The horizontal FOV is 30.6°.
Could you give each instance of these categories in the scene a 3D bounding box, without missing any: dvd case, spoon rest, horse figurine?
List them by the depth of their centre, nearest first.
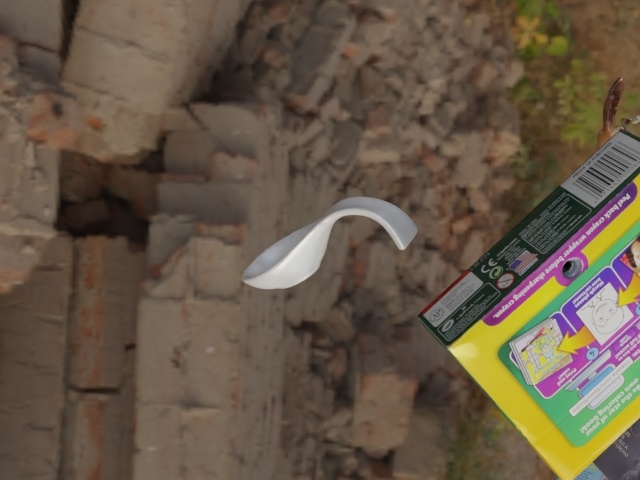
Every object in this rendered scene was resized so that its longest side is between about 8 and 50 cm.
[{"bbox_3d":[0.000,0.000,1.645,0.084,0.276,0.137,61,36,-16],"label":"spoon rest"},{"bbox_3d":[0.490,0.284,1.706,0.018,0.164,0.221,4,122,-37],"label":"dvd case"},{"bbox_3d":[0.544,-0.146,2.046,0.263,0.066,0.174,60,36,-15],"label":"horse figurine"}]

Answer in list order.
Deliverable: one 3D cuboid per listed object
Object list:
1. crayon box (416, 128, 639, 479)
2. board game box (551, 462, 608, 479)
[{"bbox_3d":[0.359,0.092,1.537,0.363,0.106,0.313,-42,121,0],"label":"crayon box"},{"bbox_3d":[0.501,0.529,2.233,0.142,0.144,0.275,94,17,-53],"label":"board game box"}]
